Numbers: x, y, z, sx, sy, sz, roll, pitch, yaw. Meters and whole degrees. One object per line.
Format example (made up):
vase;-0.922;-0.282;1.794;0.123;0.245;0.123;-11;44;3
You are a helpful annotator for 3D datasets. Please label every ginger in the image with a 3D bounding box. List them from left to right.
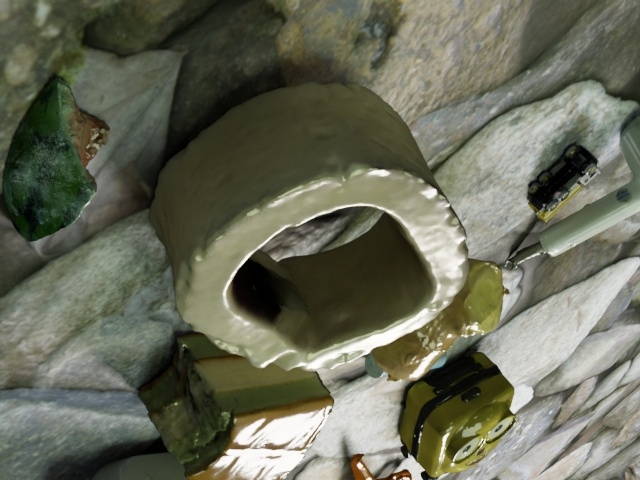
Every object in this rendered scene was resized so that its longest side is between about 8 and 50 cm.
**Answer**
ginger;0.159;0.116;1.305;0.267;0.152;0.138;-44;177;38

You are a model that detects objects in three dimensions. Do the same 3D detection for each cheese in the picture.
cheese;-0.003;0.000;0.947;0.292;0.153;0.332;-34;138;13

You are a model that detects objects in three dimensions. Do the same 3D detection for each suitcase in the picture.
suitcase;0.261;0.340;1.652;0.194;0.143;0.235;-24;143;-22

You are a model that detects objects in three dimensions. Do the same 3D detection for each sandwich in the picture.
sandwich;-0.133;0.244;1.156;0.198;0.155;0.227;-2;131;-40

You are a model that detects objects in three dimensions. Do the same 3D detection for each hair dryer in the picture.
hair dryer;0.446;-0.053;1.413;0.357;0.173;0.107;-31;146;22

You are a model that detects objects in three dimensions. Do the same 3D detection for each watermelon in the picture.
watermelon;-0.237;-0.050;0.791;0.155;0.101;0.080;-41;159;18

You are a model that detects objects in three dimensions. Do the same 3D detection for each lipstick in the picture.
lipstick;0.143;0.198;1.463;0.158;0.048;0.048;-2;131;-43

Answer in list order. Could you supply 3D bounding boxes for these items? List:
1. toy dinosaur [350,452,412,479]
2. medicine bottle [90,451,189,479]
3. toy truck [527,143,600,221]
toy dinosaur;0.106;0.522;1.765;0.208;0.097;0.432;-7;131;-26
medicine bottle;-0.226;0.376;1.208;0.111;0.161;0.296;-24;158;38
toy truck;0.374;-0.086;1.355;0.123;0.052;0.063;-44;150;8
